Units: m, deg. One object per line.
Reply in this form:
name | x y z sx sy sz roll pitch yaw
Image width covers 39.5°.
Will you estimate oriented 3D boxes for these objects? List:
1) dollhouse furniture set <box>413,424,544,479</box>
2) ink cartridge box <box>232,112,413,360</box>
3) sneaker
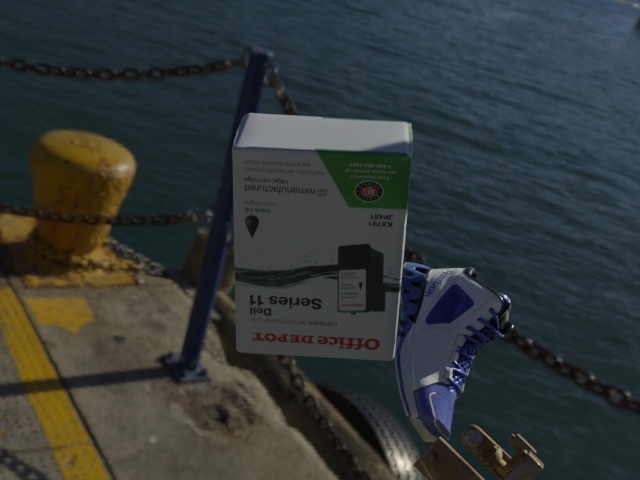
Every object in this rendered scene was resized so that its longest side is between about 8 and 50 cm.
dollhouse furniture set | 0.204 0.300 1.187 0.123 0.144 0.151 44 5 17
ink cartridge box | 0.000 0.000 0.804 0.153 0.208 0.087 2 28 2
sneaker | 0.226 0.159 1.466 0.182 0.127 0.315 -9 53 19
